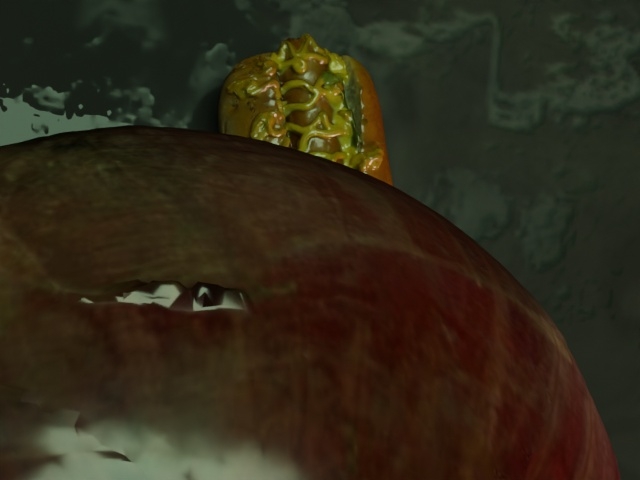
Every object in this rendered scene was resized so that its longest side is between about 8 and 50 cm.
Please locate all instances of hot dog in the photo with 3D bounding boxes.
[{"bbox_3d":[0.000,0.000,0.772,0.071,0.045,0.165,-5,81,-18],"label":"hot dog"}]

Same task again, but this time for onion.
[{"bbox_3d":[-0.076,0.133,0.600,0.353,0.353,0.354,4,77,-18],"label":"onion"}]
